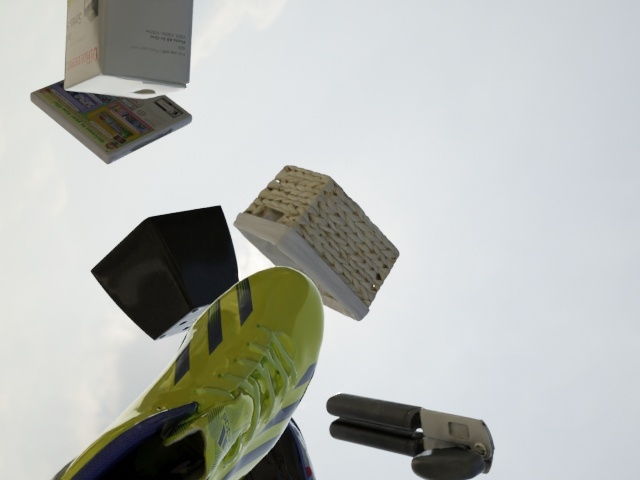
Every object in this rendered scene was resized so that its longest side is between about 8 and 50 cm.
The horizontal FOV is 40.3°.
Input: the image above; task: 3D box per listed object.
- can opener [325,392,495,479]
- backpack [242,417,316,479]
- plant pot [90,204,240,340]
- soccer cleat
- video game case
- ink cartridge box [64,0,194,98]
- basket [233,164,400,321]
[{"bbox_3d":[0.107,0.269,1.196,0.283,0.095,0.076,1,-77,42],"label":"can opener"},{"bbox_3d":[-0.116,0.341,1.172,0.213,0.277,0.263,153,-71,-84],"label":"backpack"},{"bbox_3d":[-0.249,0.064,1.515,0.187,0.188,0.167,-38,-105,34],"label":"plant pot"},{"bbox_3d":[-0.067,0.108,0.509,0.289,0.093,0.121,-48,-175,-41],"label":"soccer cleat"},{"bbox_3d":[-0.369,-0.234,1.544,0.212,0.193,0.023,38,-41,21],"label":"video game case"},{"bbox_3d":[-0.186,-0.252,0.849,0.154,0.093,0.212,8,-83,61],"label":"ink cartridge box"},{"bbox_3d":[0.000,0.000,1.029,0.103,0.167,0.113,-54,-144,-11],"label":"basket"}]
